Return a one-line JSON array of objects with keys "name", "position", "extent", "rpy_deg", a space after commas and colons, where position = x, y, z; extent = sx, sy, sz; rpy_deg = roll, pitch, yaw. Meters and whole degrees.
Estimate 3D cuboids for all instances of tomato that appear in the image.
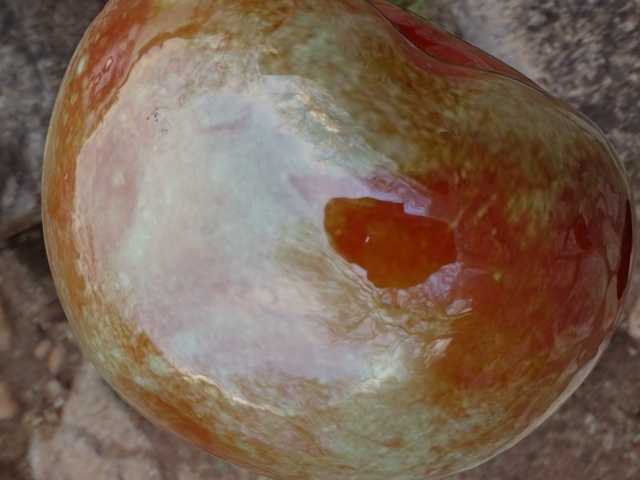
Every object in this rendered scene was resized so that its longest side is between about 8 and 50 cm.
[{"name": "tomato", "position": [0.000, 0.000, 0.653], "extent": [0.270, 0.270, 0.223], "rpy_deg": [34, 106, 19]}]
